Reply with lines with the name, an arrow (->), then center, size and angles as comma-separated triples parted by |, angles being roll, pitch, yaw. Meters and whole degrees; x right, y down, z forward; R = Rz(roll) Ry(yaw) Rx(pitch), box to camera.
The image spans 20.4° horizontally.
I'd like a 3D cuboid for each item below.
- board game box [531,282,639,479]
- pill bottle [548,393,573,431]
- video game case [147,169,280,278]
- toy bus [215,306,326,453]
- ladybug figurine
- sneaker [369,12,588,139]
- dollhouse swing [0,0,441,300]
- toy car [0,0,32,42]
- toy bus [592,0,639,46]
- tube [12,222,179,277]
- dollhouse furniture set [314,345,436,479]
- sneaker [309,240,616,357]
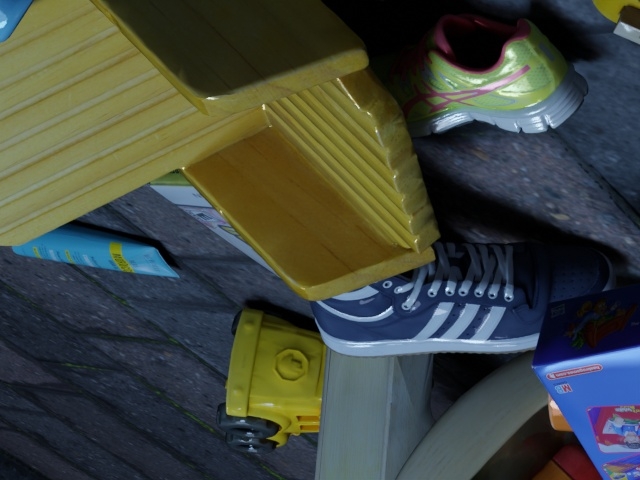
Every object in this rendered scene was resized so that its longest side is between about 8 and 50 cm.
board game box -> 0.378, 0.123, 1.419 | 0.347, 0.078, 0.233 | -14, 125, 30
pill bottle -> 0.331, 0.136, 1.596 | 0.245, 0.130, 0.130 | 3, 154, 17
video game case -> 0.000, 0.000, 1.759 | 0.248, 0.035, 0.275 | 3, 154, 48
toy bus -> -0.012, 0.183, 2.193 | 0.211, 0.149, 0.220 | 6, 160, 4
ladybug figurine -> 0.230, 0.277, 1.757 | 0.305, 0.449, 0.162 | 47, -178, 5
sneaker -> 0.098, -0.136, 1.348 | 0.208, 0.081, 0.094 | -1, 140, 39
dollhouse swing -> -0.132, -0.054, 1.407 | 0.315, 0.305, 0.347 | 46, 170, 27
toy car -> -0.278, -0.263, 1.292 | 0.219, 0.210, 0.238 | 34, 171, -10
toy bus -> 0.215, -0.167, 1.079 | 0.191, 0.104, 0.202 | 3, 151, 46
tube -> -0.277, 0.009, 2.171 | 0.207, 0.052, 0.080 | 10, 163, 21
dollhouse furniture set -> 0.205, 0.230, 2.025 | 0.394, 0.256, 0.362 | 10, 168, -28
sneaker -> 0.118, 0.027, 1.598 | 0.282, 0.099, 0.153 | -9, 142, 13
